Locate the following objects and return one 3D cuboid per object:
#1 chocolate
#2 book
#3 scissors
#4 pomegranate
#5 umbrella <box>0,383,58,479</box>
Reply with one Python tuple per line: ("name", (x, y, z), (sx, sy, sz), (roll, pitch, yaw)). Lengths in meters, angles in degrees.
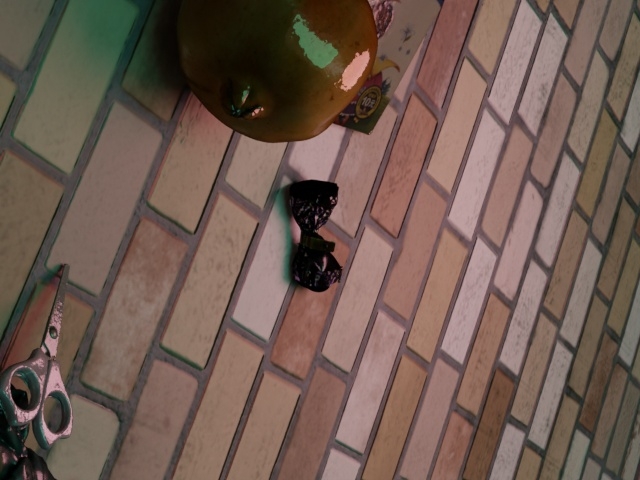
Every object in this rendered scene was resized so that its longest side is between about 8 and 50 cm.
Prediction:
("chocolate", (-0.003, 0.000, 1.524), (0.072, 0.070, 0.147), (-18, 115, -22))
("book", (0.071, -0.285, 1.491), (0.228, 0.018, 0.323), (9, 113, -55))
("scissors", (-0.255, 0.100, 1.171), (0.100, 0.015, 0.189), (48, 35, -44))
("pomegranate", (-0.041, -0.203, 1.295), (0.209, 0.209, 0.209), (-19, 113, -52))
("umbrella", (-0.249, 0.286, 1.206), (0.143, 0.094, 0.349), (-58, 136, -32))
